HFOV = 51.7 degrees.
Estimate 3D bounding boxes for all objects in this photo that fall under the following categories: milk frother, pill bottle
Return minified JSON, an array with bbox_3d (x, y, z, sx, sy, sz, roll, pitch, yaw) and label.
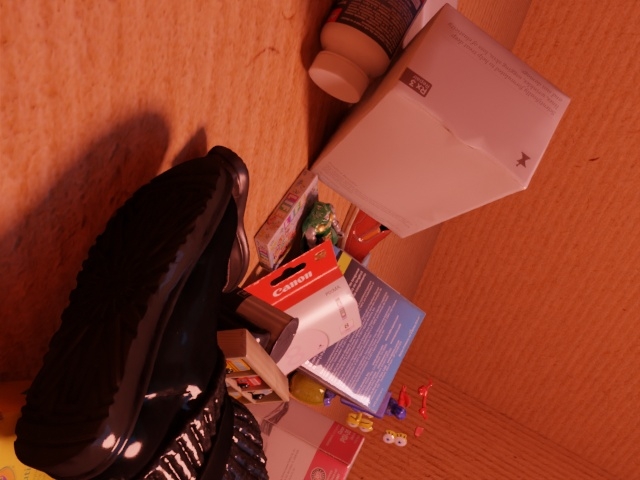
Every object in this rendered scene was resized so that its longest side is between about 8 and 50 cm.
[{"bbox_3d":[-0.128,0.151,0.971,0.129,0.134,0.143,-32,146,-61],"label":"milk frother"},{"bbox_3d":[0.061,-0.287,0.908,0.180,0.108,0.108,-61,164,-7],"label":"pill bottle"}]

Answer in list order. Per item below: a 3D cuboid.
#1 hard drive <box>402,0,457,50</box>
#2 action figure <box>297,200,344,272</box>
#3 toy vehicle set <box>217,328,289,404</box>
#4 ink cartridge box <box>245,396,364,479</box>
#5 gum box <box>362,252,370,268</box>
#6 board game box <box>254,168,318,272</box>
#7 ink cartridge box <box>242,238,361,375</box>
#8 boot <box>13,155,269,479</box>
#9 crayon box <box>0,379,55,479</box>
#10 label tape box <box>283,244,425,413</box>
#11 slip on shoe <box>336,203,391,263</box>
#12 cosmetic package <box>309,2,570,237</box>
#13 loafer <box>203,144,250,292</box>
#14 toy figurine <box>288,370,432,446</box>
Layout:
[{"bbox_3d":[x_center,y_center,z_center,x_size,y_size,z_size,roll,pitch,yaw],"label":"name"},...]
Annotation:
[{"bbox_3d":[0.203,-0.310,1.251,0.233,0.047,0.353,-37,133,-59],"label":"hard drive"},{"bbox_3d":[0.000,0.000,1.188,0.137,0.063,0.232,-52,162,-24],"label":"action figure"},{"bbox_3d":[-0.148,0.181,0.889,0.267,0.166,0.035,70,14,-64],"label":"toy vehicle set"},{"bbox_3d":[-0.091,0.400,1.228,0.207,0.283,0.117,-68,167,18],"label":"ink cartridge box"},{"bbox_3d":[0.063,0.132,1.730,0.184,0.041,0.157,-52,162,-36],"label":"gum box"},{"bbox_3d":[-0.053,-0.032,1.110,0.154,0.026,0.103,-56,163,-23],"label":"board game box"},{"bbox_3d":[-0.028,0.128,1.182,0.189,0.066,0.232,-30,146,-12],"label":"ink cartridge box"},{"bbox_3d":[-0.128,0.116,0.670,0.260,0.131,0.348,52,47,-44],"label":"boot"},{"bbox_3d":[-0.275,0.240,0.631,0.318,0.081,0.202,27,78,-67],"label":"crayon box"},{"bbox_3d":[0.028,0.171,1.391,0.115,0.347,0.249,4,-119,61],"label":"label tape box"},{"bbox_3d":[0.114,-0.029,1.519,0.123,0.101,0.331,-39,153,-59],"label":"slip on shoe"},{"bbox_3d":[0.149,-0.148,0.981,0.156,0.217,0.385,-58,-169,-18],"label":"cosmetic package"},{"bbox_3d":[-0.139,-0.012,0.800,0.078,0.080,0.220,-37,147,-38],"label":"loafer"},{"bbox_3d":[0.094,0.346,1.587,0.217,0.362,0.191,74,39,-71],"label":"toy figurine"}]
